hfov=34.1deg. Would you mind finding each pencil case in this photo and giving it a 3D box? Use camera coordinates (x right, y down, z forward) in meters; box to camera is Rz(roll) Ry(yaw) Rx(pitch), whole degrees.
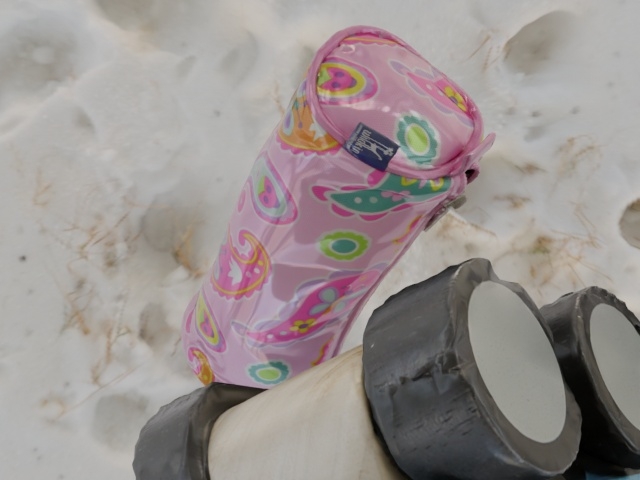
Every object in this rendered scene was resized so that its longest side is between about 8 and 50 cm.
[{"bbox_3d":[0.000,0.000,0.673,0.124,0.124,0.284,33,135,1],"label":"pencil case"}]

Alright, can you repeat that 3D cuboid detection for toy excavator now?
[{"bbox_3d":[0.141,0.269,0.593,0.222,0.433,0.445,-27,68,32],"label":"toy excavator"}]
